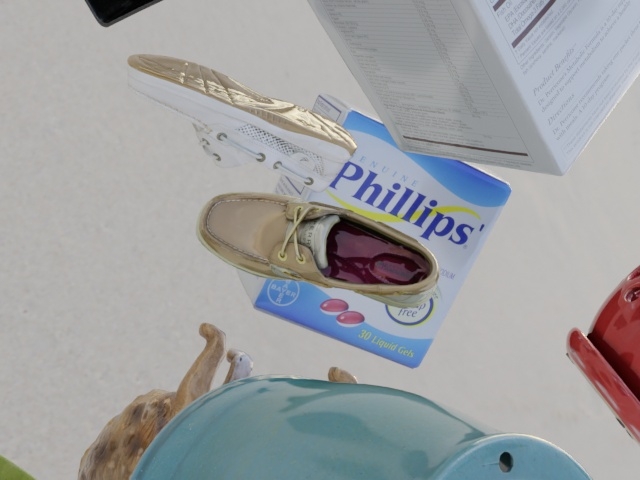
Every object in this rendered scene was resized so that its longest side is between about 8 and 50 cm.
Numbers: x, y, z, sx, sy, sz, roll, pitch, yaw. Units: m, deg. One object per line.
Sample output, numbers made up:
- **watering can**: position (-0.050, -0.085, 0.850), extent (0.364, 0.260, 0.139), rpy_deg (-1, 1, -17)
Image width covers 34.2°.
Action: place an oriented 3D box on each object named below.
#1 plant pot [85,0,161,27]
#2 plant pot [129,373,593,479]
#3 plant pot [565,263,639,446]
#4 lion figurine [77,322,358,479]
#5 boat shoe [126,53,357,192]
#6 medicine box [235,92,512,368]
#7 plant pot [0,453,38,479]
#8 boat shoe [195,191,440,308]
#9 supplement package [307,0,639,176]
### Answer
- **plant pot**: position (-0.161, -0.349, 1.026), extent (0.167, 0.187, 0.188), rpy_deg (-44, 113, -36)
- **plant pot**: position (0.040, 0.214, 0.667), extent (0.271, 0.255, 0.272), rpy_deg (8, 76, -34)
- **plant pot**: position (0.379, 0.124, 1.140), extent (0.191, 0.174, 0.191), rpy_deg (50, 8, -9)
- **lion figurine**: position (-0.073, 0.243, 1.133), extent (0.240, 0.392, 0.142), rpy_deg (-66, 152, -21)
- **boat shoe**: position (-0.098, -0.122, 1.170), extent (0.277, 0.096, 0.098), rpy_deg (21, 24, -18)
- **medicine box**: position (0.067, -0.014, 1.425), extent (0.263, 0.289, 0.149), rpy_deg (23, 11, -19)
- **plant pot**: position (-0.416, 0.281, 0.865), extent (0.275, 0.275, 0.293), rpy_deg (43, 71, -46)
- **boat shoe**: position (0.000, 0.000, 0.553), extent (0.045, 0.135, 0.050), rpy_deg (107, -4, -77)
- **supplement package**: position (0.073, -0.173, 0.576), extent (0.134, 0.139, 0.244), rpy_deg (-51, 128, -20)
